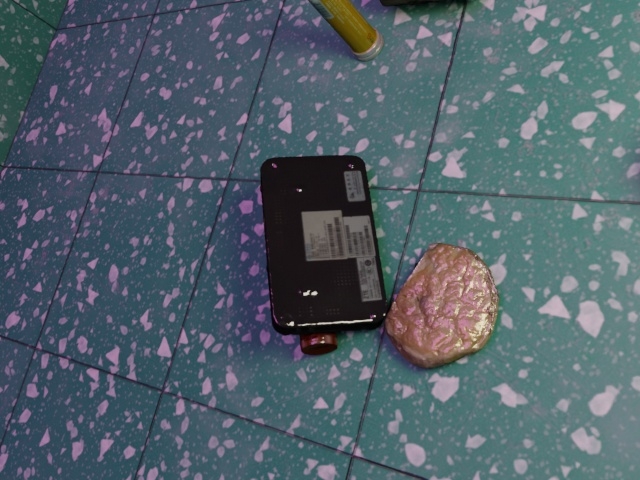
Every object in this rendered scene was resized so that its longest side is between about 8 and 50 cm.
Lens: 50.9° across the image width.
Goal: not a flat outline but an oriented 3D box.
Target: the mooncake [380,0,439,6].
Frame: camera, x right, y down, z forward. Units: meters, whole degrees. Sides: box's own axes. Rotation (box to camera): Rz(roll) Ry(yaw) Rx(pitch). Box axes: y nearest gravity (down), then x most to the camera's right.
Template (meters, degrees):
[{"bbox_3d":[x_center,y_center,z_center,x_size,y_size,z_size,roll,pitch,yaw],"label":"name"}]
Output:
[{"bbox_3d":[0.227,-0.591,1.367,0.250,0.136,0.255,5,70,34],"label":"mooncake"}]

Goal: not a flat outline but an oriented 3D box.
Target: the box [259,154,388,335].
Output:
[{"bbox_3d":[0.000,0.000,1.258,0.211,0.058,0.350,-3,65,-10],"label":"box"}]

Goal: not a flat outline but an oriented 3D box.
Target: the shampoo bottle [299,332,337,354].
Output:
[{"bbox_3d":[-0.021,0.061,1.306,0.118,0.076,0.314,-13,63,12],"label":"shampoo bottle"}]

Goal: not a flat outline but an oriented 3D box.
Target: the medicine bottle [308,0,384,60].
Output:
[{"bbox_3d":[0.050,-0.455,1.379,0.073,0.218,0.074,-12,66,29],"label":"medicine bottle"}]

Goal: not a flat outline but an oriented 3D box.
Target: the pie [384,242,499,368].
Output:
[{"bbox_3d":[0.210,0.116,1.144,0.185,0.052,0.218,32,89,40],"label":"pie"}]
